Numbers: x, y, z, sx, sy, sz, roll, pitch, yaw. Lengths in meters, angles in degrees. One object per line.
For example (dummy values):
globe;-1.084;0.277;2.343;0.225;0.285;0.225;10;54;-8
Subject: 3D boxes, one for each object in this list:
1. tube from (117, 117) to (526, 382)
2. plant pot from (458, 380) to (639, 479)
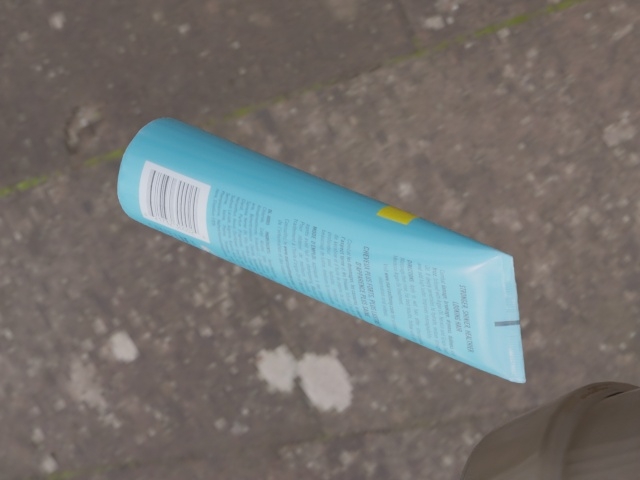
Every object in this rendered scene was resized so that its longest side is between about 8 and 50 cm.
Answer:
tube;0.000;0.000;0.702;0.207;0.052;0.080;24;150;31
plant pot;0.270;0.179;0.797;0.280;0.323;0.323;-34;88;32
